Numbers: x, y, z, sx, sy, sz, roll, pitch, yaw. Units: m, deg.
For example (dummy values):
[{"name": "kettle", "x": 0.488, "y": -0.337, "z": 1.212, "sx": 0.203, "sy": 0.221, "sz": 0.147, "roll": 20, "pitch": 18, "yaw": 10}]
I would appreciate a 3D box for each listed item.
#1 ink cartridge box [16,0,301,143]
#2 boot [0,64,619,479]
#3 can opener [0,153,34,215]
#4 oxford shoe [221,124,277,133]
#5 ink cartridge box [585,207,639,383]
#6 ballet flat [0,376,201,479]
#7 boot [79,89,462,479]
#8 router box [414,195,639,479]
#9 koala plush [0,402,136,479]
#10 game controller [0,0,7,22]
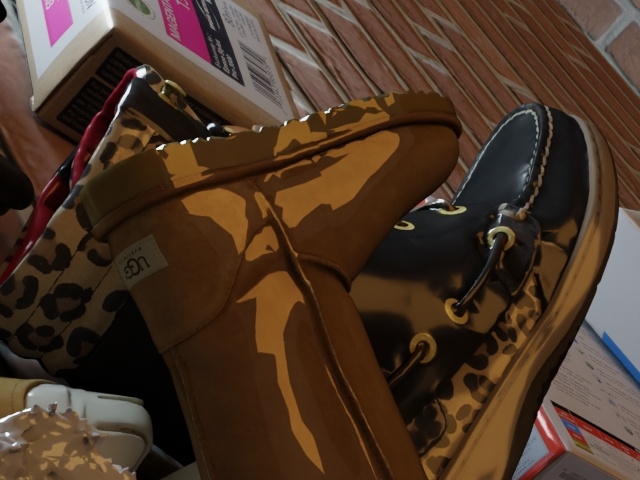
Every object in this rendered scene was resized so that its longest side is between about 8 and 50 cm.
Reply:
[{"name": "ink cartridge box", "x": -0.117, "y": -0.131, "z": 1.270, "sx": 0.193, "sy": 0.088, "sz": 0.235, "roll": 33, "pitch": 22, "yaw": -33}, {"name": "boot", "x": 0.000, "y": 0.000, "z": 0.989, "sx": 0.284, "sy": 0.138, "sz": 0.377, "roll": 36, "pitch": 54, "yaw": -11}, {"name": "can opener", "x": -0.235, "y": -0.063, "z": 0.941, "sx": 0.059, "sy": 0.073, "sz": 0.186, "roll": 5, "pitch": -22, "yaw": 48}, {"name": "oxford shoe", "x": -0.072, "y": 0.005, "z": 1.102, "sx": 0.076, "sy": 0.076, "sz": 0.212, "roll": 4, "pitch": 39, "yaw": 1}, {"name": "ink cartridge box", "x": 0.295, "y": 0.056, "z": 1.465, "sx": 0.148, "sy": 0.086, "sz": 0.203, "roll": 51, "pitch": 18, "yaw": 20}, {"name": "ballet flat", "x": -0.082, "y": 0.112, "z": 0.822, "sx": 0.232, "sy": 0.073, "sz": 0.080, "roll": 35, "pitch": 22, "yaw": -25}, {"name": "boot", "x": 0.020, "y": 0.077, "z": 0.829, "sx": 0.236, "sy": 0.089, "sz": 0.269, "roll": -17, "pitch": 80, "yaw": -39}, {"name": "router box", "x": 0.210, "y": 0.144, "z": 1.364, "sx": 0.335, "sy": 0.082, "sz": 0.301, "roll": 31, "pitch": 22, "yaw": -35}, {"name": "koala plush", "x": -0.089, "y": 0.177, "z": 0.511, "sx": 0.221, "sy": 0.196, "sz": 0.203, "roll": 50, "pitch": 7, "yaw": 19}, {"name": "game controller", "x": -0.309, "y": -0.272, "z": 1.147, "sx": 0.319, "sy": 0.067, "sz": 0.166, "roll": 51, "pitch": -13, "yaw": 24}]
